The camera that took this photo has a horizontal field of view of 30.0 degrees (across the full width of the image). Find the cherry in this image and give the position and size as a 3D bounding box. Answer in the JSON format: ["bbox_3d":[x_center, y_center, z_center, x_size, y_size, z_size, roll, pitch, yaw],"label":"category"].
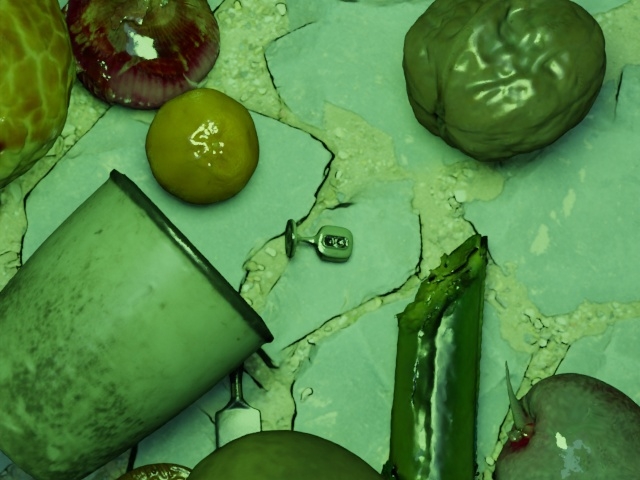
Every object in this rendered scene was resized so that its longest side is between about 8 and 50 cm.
[{"bbox_3d":[0.326,0.281,1.518,0.266,0.183,0.213,26,82,7],"label":"cherry"}]

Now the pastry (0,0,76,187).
[{"bbox_3d":[-0.489,-0.232,1.500,0.389,0.313,0.388,12,64,-27],"label":"pastry"}]

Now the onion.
[{"bbox_3d":[-0.243,-0.296,1.641,0.230,0.163,0.230,3,78,-15],"label":"onion"}]

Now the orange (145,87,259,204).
[{"bbox_3d":[-0.157,-0.127,1.611,0.159,0.136,0.159,-1,93,-16],"label":"orange"}]

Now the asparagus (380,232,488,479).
[{"bbox_3d":[0.155,0.166,1.580,0.128,0.108,0.381,6,74,0],"label":"asparagus"}]

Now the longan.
[{"bbox_3d":[-0.030,0.360,1.439,0.300,0.300,0.243,11,103,0],"label":"longan"}]

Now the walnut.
[{"bbox_3d":[0.249,-0.235,1.616,0.273,0.273,0.227,-34,116,-10],"label":"walnut"}]

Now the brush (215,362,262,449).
[{"bbox_3d":[-0.110,0.223,1.597,0.063,0.016,0.193,-3,77,-4],"label":"brush"}]

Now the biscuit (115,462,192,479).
[{"bbox_3d":[-0.209,0.382,1.548,0.188,0.027,0.187,0,77,-2],"label":"biscuit"}]

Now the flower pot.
[{"bbox_3d":[-0.268,0.125,1.486,0.330,0.293,0.293,-45,82,-4],"label":"flower pot"}]

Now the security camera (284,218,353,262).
[{"bbox_3d":[0.000,0.000,1.642,0.092,0.058,0.058,2,76,-11],"label":"security camera"}]
